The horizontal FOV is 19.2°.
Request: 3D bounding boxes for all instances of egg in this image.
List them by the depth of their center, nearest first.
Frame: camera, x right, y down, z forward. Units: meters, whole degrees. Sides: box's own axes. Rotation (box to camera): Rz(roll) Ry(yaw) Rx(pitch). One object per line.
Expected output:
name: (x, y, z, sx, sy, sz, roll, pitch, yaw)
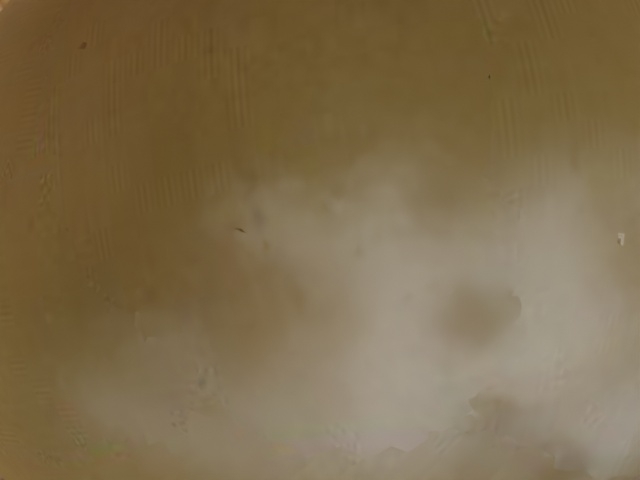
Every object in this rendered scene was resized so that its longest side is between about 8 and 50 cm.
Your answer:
egg: (0.000, 0.000, 0.749, 0.301, 0.301, 0.374, 17, 156, -39)
